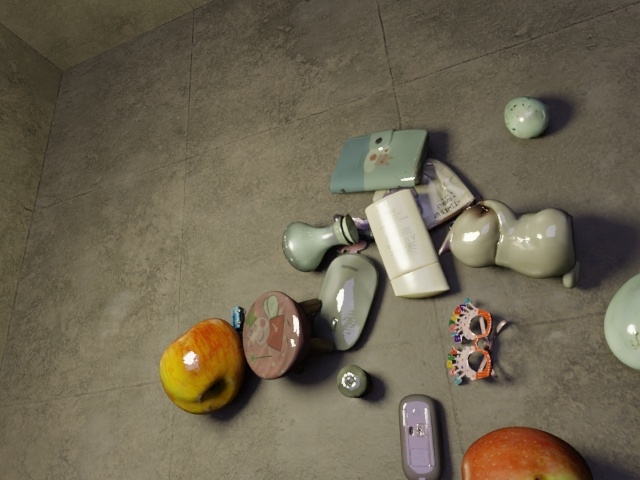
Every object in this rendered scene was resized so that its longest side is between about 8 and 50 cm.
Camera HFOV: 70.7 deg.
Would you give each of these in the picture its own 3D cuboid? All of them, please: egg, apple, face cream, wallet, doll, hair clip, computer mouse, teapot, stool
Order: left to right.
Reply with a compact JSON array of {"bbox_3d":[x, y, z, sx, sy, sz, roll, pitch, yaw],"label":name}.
[{"bbox_3d":[-0.378,0.428,1.504,0.302,0.301,0.301,-9,66,21],"label":"apple"},{"bbox_3d":[-0.106,0.305,1.456,0.272,0.178,0.272,-12,72,41],"label":"stool"},{"bbox_3d":[0.000,0.000,1.557,0.251,0.183,0.183,-19,62,21],"label":"teapot"},{"bbox_3d":[0.079,0.198,1.502,0.197,0.095,0.330,8,72,31],"label":"computer mouse"},{"bbox_3d":[0.121,-0.021,1.601,0.187,0.056,0.146,4,72,35],"label":"hair clip"},{"bbox_3d":[0.107,0.433,1.377,0.096,0.110,0.096,-10,64,20],"label":"stool"},{"bbox_3d":[0.208,-0.287,1.610,0.360,0.083,0.252,-1,62,37],"label":"wallet"},{"bbox_3d":[0.273,0.023,1.451,0.174,0.081,0.348,-24,74,24],"label":"face cream"},{"bbox_3d":[0.338,-0.134,1.531,0.335,0.068,0.274,-33,59,13],"label":"wallet"},{"bbox_3d":[0.283,0.558,1.278,0.120,0.057,0.232,-11,63,20],"label":"computer mouse"},{"bbox_3d":[0.553,-0.007,1.287,0.370,0.215,0.226,15,113,26],"label":"doll"},{"bbox_3d":[0.666,-0.406,1.463,0.131,0.131,0.164,-25,55,13],"label":"egg"},{"bbox_3d":[0.477,0.604,1.012,0.277,0.348,0.348,-16,63,23],"label":"apple"},{"bbox_3d":[0.815,0.194,1.115,0.183,0.183,0.264,18,72,29],"label":"egg"}]

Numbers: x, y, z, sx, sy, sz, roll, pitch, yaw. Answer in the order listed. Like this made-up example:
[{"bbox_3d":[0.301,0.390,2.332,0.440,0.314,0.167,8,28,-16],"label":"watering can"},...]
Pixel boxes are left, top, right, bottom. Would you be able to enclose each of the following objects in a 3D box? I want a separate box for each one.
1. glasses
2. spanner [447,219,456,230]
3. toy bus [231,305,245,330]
[{"bbox_3d":[0.448,0.295,1.314,0.162,0.095,0.255,-11,63,50],"label":"glasses"},{"bbox_3d":[0.565,-0.051,1.426,0.316,0.024,0.087,2,69,26],"label":"spanner"},{"bbox_3d":[-0.304,0.289,1.665,0.046,0.038,0.083,-19,62,19],"label":"toy bus"}]
